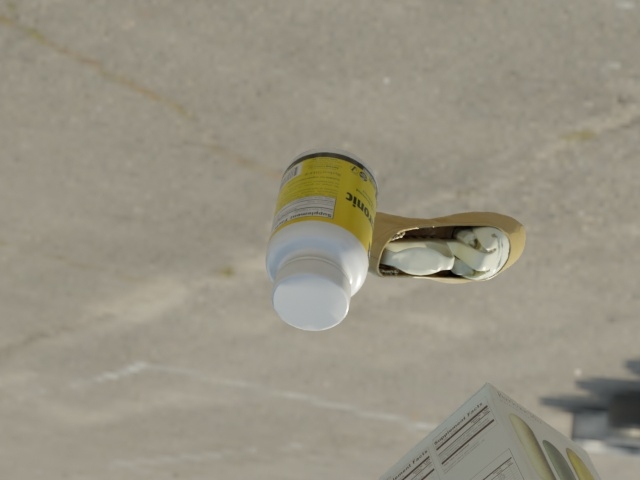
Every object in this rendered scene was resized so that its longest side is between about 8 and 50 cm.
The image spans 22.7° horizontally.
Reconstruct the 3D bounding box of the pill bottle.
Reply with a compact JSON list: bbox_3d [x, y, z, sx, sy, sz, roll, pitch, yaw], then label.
[{"bbox_3d":[0.000,0.000,1.000,0.065,0.116,0.065,5,132,5],"label":"pill bottle"}]

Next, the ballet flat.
[{"bbox_3d":[0.126,0.015,1.596,0.232,0.080,0.073,-1,-158,-31],"label":"ballet flat"}]

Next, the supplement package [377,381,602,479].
[{"bbox_3d":[0.219,0.344,1.802,0.199,0.262,0.198,35,109,-32],"label":"supplement package"}]
